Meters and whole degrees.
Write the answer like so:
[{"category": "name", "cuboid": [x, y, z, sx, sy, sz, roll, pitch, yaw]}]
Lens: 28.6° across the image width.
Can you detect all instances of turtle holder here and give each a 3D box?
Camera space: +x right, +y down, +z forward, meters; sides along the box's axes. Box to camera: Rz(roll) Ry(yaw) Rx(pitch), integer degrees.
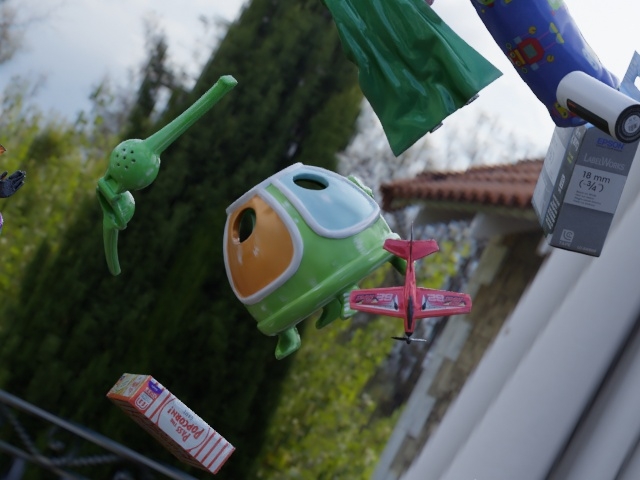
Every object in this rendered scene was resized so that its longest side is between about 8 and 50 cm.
[{"category": "turtle holder", "cuboid": [0.003, -0.002, 1.844, 0.227, 0.320, 0.243, 56, -27, 1]}]

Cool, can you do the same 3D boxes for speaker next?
[{"category": "speaker", "cuboid": [0.365, -0.174, 1.630, 0.055, 0.055, 0.136, 31, 9, -35]}]

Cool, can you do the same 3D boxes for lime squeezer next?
[{"category": "lime squeezer", "cuboid": [-0.210, -0.065, 1.416, 0.059, 0.310, 0.110, 39, 31, 7]}]

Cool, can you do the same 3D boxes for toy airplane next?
[{"category": "toy airplane", "cuboid": [0.108, 0.053, 1.536, 0.151, 0.151, 0.028, 27, -12, 8]}]

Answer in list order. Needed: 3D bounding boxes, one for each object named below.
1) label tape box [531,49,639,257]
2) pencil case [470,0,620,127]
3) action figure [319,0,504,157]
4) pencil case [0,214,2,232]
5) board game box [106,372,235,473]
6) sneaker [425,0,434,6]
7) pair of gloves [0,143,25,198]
[{"category": "label tape box", "cuboid": [0.487, -0.171, 2.256, 0.106, 0.334, 0.240, 13, 20, -4]}, {"category": "pencil case", "cuboid": [0.327, -0.310, 1.869, 0.119, 0.133, 0.306, -24, -70, 44]}, {"category": "action figure", "cuboid": [0.065, -0.218, 1.266, 0.232, 0.137, 0.063, 55, 16, 4]}, {"category": "pencil case", "cuboid": [-0.472, 0.017, 1.701, 0.064, 0.152, 0.070, -5, 52, -29]}, {"category": "board game box", "cuboid": [-0.201, 0.238, 1.653, 0.147, 0.045, 0.193, 42, -16, -9]}, {"category": "sneaker", "cuboid": [0.141, -0.431, 2.113, 0.051, 0.070, 0.134, 6, -38, 42]}, {"category": "pair of gloves", "cuboid": [-0.508, -0.105, 1.967, 0.083, 0.074, 0.010, 53, -20, -15]}]
